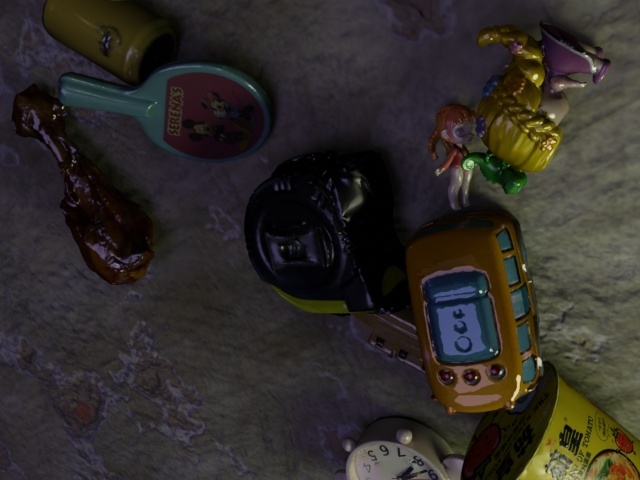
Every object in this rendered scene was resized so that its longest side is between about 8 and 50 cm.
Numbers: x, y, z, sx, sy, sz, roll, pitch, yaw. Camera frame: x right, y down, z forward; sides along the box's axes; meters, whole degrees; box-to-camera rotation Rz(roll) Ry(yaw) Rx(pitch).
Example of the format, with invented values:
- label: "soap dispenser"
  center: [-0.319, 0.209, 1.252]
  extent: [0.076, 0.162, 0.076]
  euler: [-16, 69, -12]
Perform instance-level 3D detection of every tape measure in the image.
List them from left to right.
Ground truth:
- label: "tape measure"
  center: [0.000, 0.000, 0.819]
  extent: [0.186, 0.112, 0.199]
  euler: [-6, 102, 41]

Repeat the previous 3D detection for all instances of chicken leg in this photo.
- label: "chicken leg"
  center: [-0.325, -0.079, 0.993]
  extent: [0.113, 0.093, 0.304]
  euler: [-27, 94, 19]

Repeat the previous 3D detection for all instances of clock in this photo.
- label: "clock"
  center: [0.114, 0.316, 0.981]
  extent: [0.229, 0.063, 0.155]
  euler: [-23, 101, 33]

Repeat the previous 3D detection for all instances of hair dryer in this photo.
- label: "hair dryer"
  center: [-0.208, -0.318, 0.792]
  extent: [0.135, 0.090, 0.278]
  euler: [33, 122, 10]

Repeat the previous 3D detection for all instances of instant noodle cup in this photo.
- label: "instant noodle cup"
  center: [0.265, 0.248, 0.795]
  extent: [0.144, 0.182, 0.182]
  euler: [31, 128, -2]

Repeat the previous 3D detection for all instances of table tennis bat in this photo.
- label: "table tennis bat"
  center: [-0.177, -0.155, 0.826]
  extent: [0.244, 0.040, 0.153]
  euler: [9, 141, -11]

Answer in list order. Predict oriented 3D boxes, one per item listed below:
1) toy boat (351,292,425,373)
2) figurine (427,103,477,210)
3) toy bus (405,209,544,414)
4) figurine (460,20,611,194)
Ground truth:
- label: "toy boat"
  center: [0.127, 0.120, 0.865]
  extent: [0.201, 0.057, 0.077]
  euler: [26, 131, 13]
- label: "figurine"
  center: [0.139, -0.086, 0.741]
  extent: [0.047, 0.064, 0.109]
  euler: [13, 115, 48]
- label: "toy bus"
  center: [0.156, 0.076, 0.739]
  extent: [0.126, 0.136, 0.209]
  euler: [-10, 90, 20]
- label: "figurine"
  center: [0.178, -0.126, 0.670]
  extent: [0.115, 0.095, 0.156]
  euler: [25, 123, 1]
